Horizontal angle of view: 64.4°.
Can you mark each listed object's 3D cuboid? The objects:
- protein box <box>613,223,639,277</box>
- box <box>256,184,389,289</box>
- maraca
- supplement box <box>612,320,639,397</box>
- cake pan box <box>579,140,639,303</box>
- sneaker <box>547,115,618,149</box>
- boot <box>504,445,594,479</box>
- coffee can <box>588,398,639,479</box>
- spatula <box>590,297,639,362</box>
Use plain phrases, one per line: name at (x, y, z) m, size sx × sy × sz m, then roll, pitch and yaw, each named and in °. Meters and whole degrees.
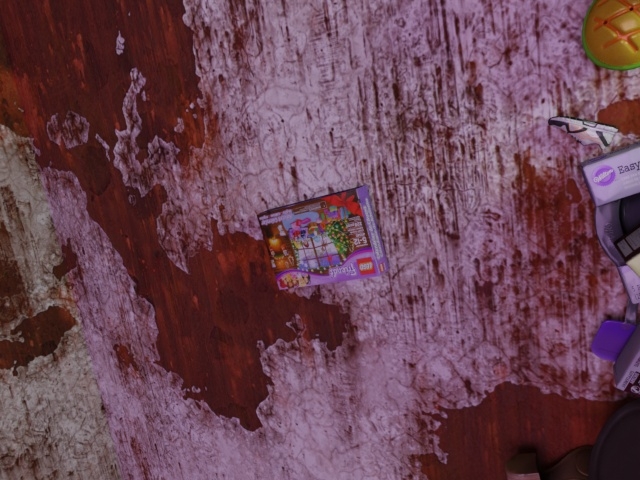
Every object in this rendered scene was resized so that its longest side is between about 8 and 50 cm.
protein box at (0.570, 0.026, 0.701) m, size 0.200 × 0.136 × 0.201 m, roll 48°, pitch 115°, yaw 6°
box at (0.000, 0.000, 1.199) m, size 0.293 × 0.057 × 0.201 m, roll -12°, pitch 99°, yaw 34°
maraca at (0.473, -0.349, 0.767) m, size 0.127 × 0.099 × 0.186 m, roll 19°, pitch 97°, yaw 25°
supplement box at (0.638, 0.229, 0.840) m, size 0.239 × 0.073 × 0.130 m, roll 21°, pitch 117°, yaw 16°
cake pan box at (0.573, -0.051, 0.793) m, size 0.266 × 0.070 × 0.246 m, roll -19°, pitch 92°, yaw 25°
sneaker at (0.443, -0.186, 0.870) m, size 0.109 × 0.040 × 0.044 m, roll 23°, pitch 118°, yaw 25°
boot at (0.528, 0.537, 1.013) m, size 0.283 × 0.109 × 0.220 m, roll -15°, pitch 104°, yaw 24°
coffee can at (0.617, 0.410, 0.811) m, size 0.275 × 0.201 × 0.202 m, roll 27°, pitch 119°, yaw 4°
spatula at (0.555, 0.089, 0.890) m, size 0.084 × 0.030 × 0.297 m, roll 12°, pitch 109°, yaw 14°
